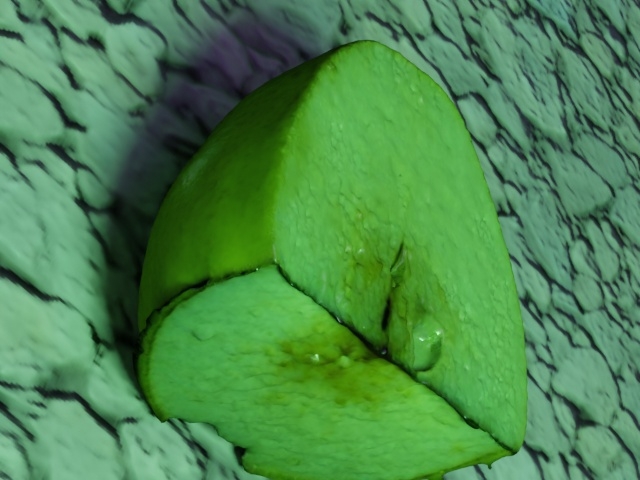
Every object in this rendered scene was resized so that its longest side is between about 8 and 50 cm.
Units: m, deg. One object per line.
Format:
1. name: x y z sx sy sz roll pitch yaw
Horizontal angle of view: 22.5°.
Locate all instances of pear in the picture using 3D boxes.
1. pear: 0.000 0.000 1.004 0.292 0.159 0.292 24 59 -48
